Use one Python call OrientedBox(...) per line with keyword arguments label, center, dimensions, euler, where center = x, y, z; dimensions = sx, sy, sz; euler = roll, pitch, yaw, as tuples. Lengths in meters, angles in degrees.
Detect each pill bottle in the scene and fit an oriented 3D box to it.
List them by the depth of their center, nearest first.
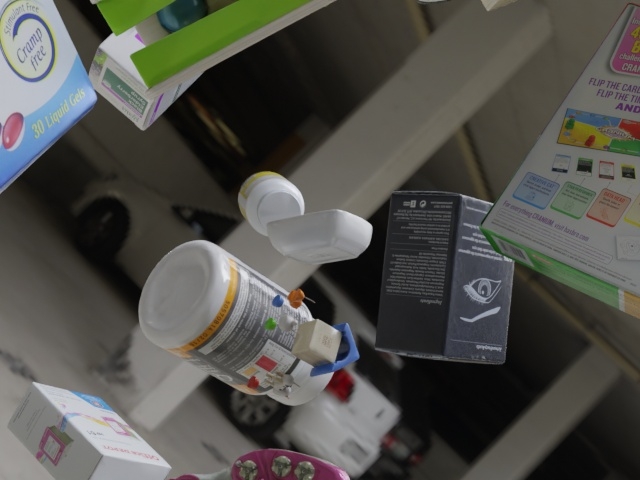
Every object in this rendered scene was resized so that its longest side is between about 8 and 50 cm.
OrientedBox(label="pill bottle", center=(-0.110, 0.126, 1.769), dimensions=(0.278, 0.162, 0.162), euler=(36, 2, -40))
OrientedBox(label="pill bottle", center=(-0.085, -0.062, 2.184), dimensions=(0.103, 0.103, 0.184), euler=(47, -1, -15))

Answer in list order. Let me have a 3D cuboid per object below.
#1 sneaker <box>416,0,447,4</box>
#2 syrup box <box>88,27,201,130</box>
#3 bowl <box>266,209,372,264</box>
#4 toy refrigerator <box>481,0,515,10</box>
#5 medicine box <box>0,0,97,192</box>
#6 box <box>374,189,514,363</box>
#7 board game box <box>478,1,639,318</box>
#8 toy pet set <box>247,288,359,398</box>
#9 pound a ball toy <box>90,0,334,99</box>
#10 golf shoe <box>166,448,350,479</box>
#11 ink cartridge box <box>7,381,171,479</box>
OrientedBox(label="sneaker", center=(0.281, -0.511, 2.155), dimensions=(0.106, 0.281, 0.162), euler=(-78, 157, -59))
OrientedBox(label="syrup box", center=(-0.175, -0.256, 1.546), dimensions=(0.093, 0.237, 0.096), euler=(40, -30, 0))
OrientedBox(label="bowl", center=(0.000, 0.000, 1.936), dimensions=(0.142, 0.142, 0.053), euler=(23, 61, -61))
OrientedBox(label="toy refrigerator", center=(0.339, -0.429, 1.799), dimensions=(0.102, 0.269, 0.094), euler=(63, -24, 7))
OrientedBox(label="medicine box", center=(-0.361, -0.172, 1.039), dimensions=(0.149, 0.263, 0.289), euler=(-7, -61, 29))
OrientedBox(label="box", center=(0.163, 0.049, 1.583), dimensions=(0.108, 0.207, 0.153), euler=(4, -6, 39))
OrientedBox(label="board game box", center=(0.354, -0.084, 1.317), dimensions=(0.242, 0.316, 0.064), euler=(28, -13, 36))
OrientedBox(label="toy pet set", center=(-0.013, 0.120, 1.415), dimensions=(0.065, 0.122, 0.114), euler=(32, -30, -27))
OrientedBox(label="pound a ball toy", center=(-0.080, -0.312, 1.263), dimensions=(0.208, 0.319, 0.136), euler=(60, 14, -13))
OrientedBox(label="golf shoe", center=(-0.076, 0.335, 1.631), dimensions=(0.140, 0.306, 0.115), euler=(10, 70, -57))
OrientedBox(label="ink cartridge box", center=(-0.204, 0.183, 1.098), dimensions=(0.122, 0.052, 0.088), euler=(35, 7, 39))
